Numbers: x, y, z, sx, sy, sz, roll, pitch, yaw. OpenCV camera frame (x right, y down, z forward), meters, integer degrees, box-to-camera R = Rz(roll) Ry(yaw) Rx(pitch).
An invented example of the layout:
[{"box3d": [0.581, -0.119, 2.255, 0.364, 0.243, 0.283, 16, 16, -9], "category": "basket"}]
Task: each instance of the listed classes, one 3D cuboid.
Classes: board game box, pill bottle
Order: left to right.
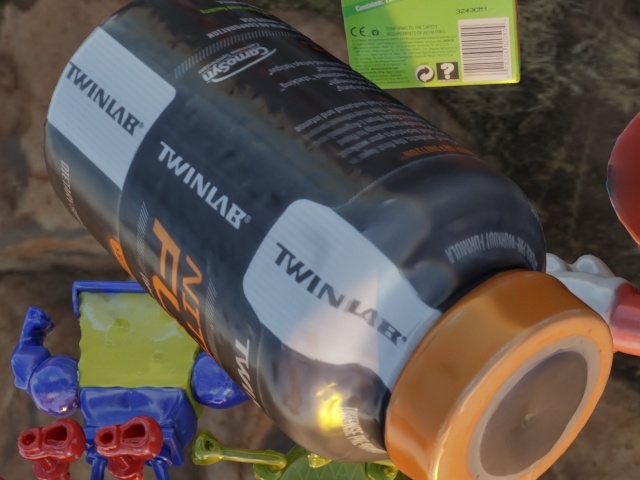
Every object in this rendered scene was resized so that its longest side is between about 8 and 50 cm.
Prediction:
[{"box3d": [0.000, 0.000, 0.514, 0.245, 0.130, 0.130, 40, 118, 39], "category": "pill bottle"}, {"box3d": [0.069, -0.225, 0.873, 0.124, 0.039, 0.259, -1, 128, 12], "category": "board game box"}]

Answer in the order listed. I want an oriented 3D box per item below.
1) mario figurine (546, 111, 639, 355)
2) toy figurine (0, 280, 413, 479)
[{"box3d": [0.201, -0.011, 0.587, 0.198, 0.320, 0.170, 0, 104, -1], "category": "mario figurine"}, {"box3d": [-0.101, 0.081, 0.872, 0.362, 0.191, 0.217, -2, 58, 10], "category": "toy figurine"}]
